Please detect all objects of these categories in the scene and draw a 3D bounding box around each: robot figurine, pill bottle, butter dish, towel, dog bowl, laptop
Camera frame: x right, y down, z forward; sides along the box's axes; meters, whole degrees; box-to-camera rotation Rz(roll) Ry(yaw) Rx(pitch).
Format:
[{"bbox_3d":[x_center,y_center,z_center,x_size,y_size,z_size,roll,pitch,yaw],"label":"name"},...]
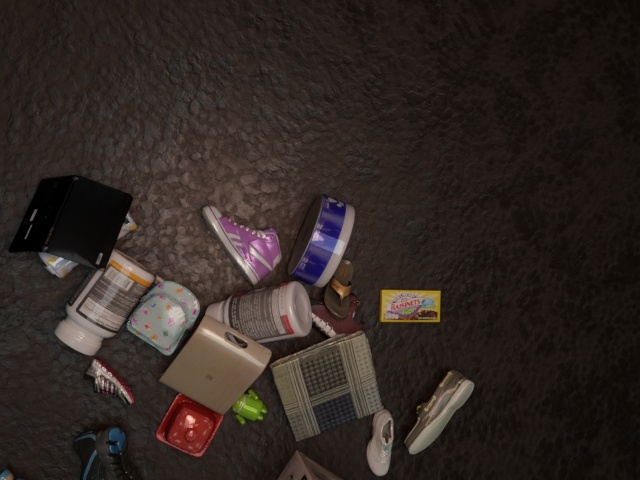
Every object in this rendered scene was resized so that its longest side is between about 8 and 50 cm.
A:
[{"bbox_3d":[-0.222,0.506,1.889,0.115,0.067,0.101,28,97,-12],"label":"robot figurine"},{"bbox_3d":[-0.181,0.221,1.797,0.283,0.161,0.161,-13,95,18],"label":"pill bottle"},{"bbox_3d":[-0.610,0.172,1.746,0.162,0.162,0.279,36,84,-11],"label":"pill bottle"},{"bbox_3d":[-0.383,0.558,1.827,0.160,0.118,0.160,30,85,-12],"label":"butter dish"},{"bbox_3d":[0.025,0.445,1.912,0.312,0.056,0.325,-18,117,-9],"label":"towel"},{"bbox_3d":[0.000,0.000,1.831,0.104,0.265,0.265,22,86,-10],"label":"dog bowl"},{"bbox_3d":[-0.491,0.167,1.820,0.067,0.067,0.120,38,83,-11],"label":"pill bottle"},{"bbox_3d":[-0.686,-0.047,1.703,0.136,0.264,0.235,41,55,-47],"label":"laptop"}]

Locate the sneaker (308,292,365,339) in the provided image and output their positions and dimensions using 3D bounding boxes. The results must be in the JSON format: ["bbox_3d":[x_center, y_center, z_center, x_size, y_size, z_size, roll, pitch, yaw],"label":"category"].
[{"bbox_3d":[0.029,0.206,1.936,0.281,0.106,0.163,44,75,-19],"label":"sneaker"}]

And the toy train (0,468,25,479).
[{"bbox_3d":[-0.905,0.772,1.724,0.143,0.105,0.248,41,82,0],"label":"toy train"}]

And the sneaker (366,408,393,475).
[{"bbox_3d":[0.199,0.655,1.977,0.080,0.094,0.212,3,91,-15],"label":"sneaker"}]

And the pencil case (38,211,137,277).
[{"bbox_3d":[-0.655,-0.009,1.751,0.273,0.124,0.114,-35,138,-8],"label":"pencil case"}]

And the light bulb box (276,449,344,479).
[{"bbox_3d":[-0.055,0.866,1.787,0.225,0.358,0.361,36,82,-9],"label":"light bulb box"}]

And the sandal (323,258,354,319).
[{"bbox_3d":[0.068,0.140,1.901,0.089,0.060,0.219,25,51,-8],"label":"sandal"}]

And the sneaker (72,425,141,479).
[{"bbox_3d":[-0.610,0.701,1.796,0.139,0.125,0.341,-9,97,15],"label":"sneaker"}]

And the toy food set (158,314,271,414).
[{"bbox_3d":[-0.309,0.362,1.790,0.219,0.092,0.306,32,122,-11],"label":"toy food set"}]

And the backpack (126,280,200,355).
[{"bbox_3d":[-0.429,0.206,1.732,0.165,0.144,0.188,35,75,-2],"label":"backpack"}]

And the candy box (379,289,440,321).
[{"bbox_3d":[0.293,0.214,2.025,0.205,0.027,0.105,2,87,-13],"label":"candy box"}]

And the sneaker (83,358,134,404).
[{"bbox_3d":[-0.618,0.424,1.799,0.170,0.063,0.075,45,81,-5],"label":"sneaker"}]

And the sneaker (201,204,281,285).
[{"bbox_3d":[-0.227,-0.021,1.869,0.161,0.102,0.282,-40,110,-13],"label":"sneaker"}]

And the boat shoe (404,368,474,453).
[{"bbox_3d":[0.372,0.557,2.018,0.305,0.091,0.109,-49,143,-3],"label":"boat shoe"}]
